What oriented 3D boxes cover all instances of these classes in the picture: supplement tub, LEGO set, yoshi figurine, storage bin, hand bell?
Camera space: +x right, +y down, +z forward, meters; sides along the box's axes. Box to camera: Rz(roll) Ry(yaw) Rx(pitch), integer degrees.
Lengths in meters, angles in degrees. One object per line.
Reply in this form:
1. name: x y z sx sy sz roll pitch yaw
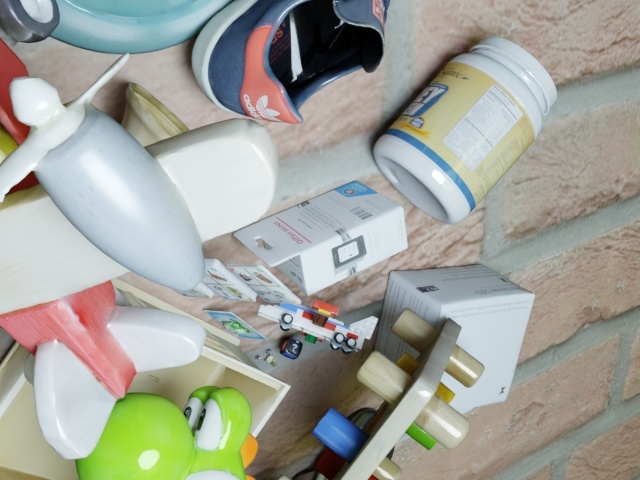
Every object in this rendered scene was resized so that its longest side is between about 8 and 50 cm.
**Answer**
1. supplement tub: 0.178 -0.135 0.911 0.200 0.144 0.144 -48 129 -6
2. LEGO set: -0.090 0.173 0.953 0.083 0.023 0.054 -44 128 -9
3. yoshi figurine: -0.180 0.295 0.680 0.203 0.203 0.362 63 39 -61
4. storage bin: -0.221 0.198 0.815 0.260 0.123 0.262 34 91 -39
5. hand bell: -0.227 -0.028 0.739 0.242 0.126 0.126 -42 129 7
6. LEGO set: -0.058 0.072 0.850 0.244 0.182 0.060 45 56 -42

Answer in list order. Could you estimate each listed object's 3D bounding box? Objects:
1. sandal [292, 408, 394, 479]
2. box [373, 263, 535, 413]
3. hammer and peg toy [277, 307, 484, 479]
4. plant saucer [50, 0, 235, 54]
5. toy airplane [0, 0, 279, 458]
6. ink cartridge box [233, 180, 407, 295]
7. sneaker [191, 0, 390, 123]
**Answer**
1. sandal: 0.000 0.378 1.077 0.303 0.086 0.120 -51 125 -22
2. box: 0.185 0.140 1.059 0.181 0.119 0.182 -3 113 -33
3. hammer and peg toy: 0.041 0.264 0.866 0.361 0.127 0.266 -56 171 16
4. plant saucer: -0.171 -0.323 0.660 0.317 0.043 0.318 -14 119 -27
5. toy airplane: -0.259 0.005 0.543 0.386 0.384 0.272 -63 174 27
6. ink cartridge box: 0.000 0.000 0.882 0.180 0.104 0.060 -24 124 -22
7. sneaker: 0.033 -0.252 0.739 0.350 0.148 0.131 -53 141 -6
